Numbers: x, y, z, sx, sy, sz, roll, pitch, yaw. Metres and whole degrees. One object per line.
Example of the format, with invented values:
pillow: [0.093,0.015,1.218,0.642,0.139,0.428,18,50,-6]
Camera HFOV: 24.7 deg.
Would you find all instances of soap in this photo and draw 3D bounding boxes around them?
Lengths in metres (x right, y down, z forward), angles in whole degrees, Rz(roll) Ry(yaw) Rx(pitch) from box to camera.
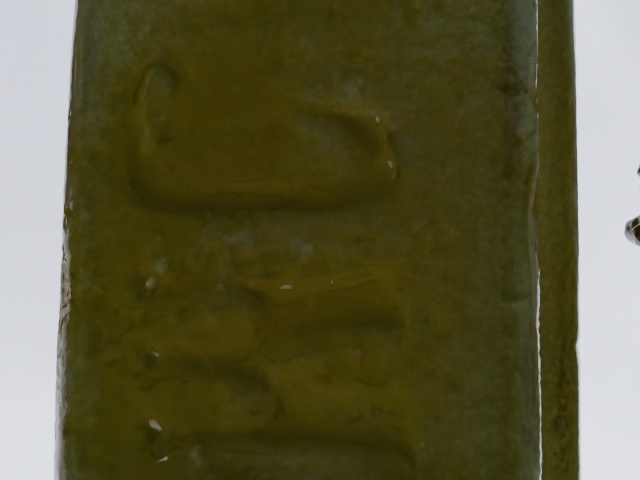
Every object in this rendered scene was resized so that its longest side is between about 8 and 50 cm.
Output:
soap: [0.000,0.000,0.863,0.294,0.156,0.334,-1,-98,23]

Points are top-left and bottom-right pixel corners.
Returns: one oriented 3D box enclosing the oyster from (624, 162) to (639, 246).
oyster: [0.328,-0.060,1.052,0.096,0.221,0.361,-28,-168,-32]
